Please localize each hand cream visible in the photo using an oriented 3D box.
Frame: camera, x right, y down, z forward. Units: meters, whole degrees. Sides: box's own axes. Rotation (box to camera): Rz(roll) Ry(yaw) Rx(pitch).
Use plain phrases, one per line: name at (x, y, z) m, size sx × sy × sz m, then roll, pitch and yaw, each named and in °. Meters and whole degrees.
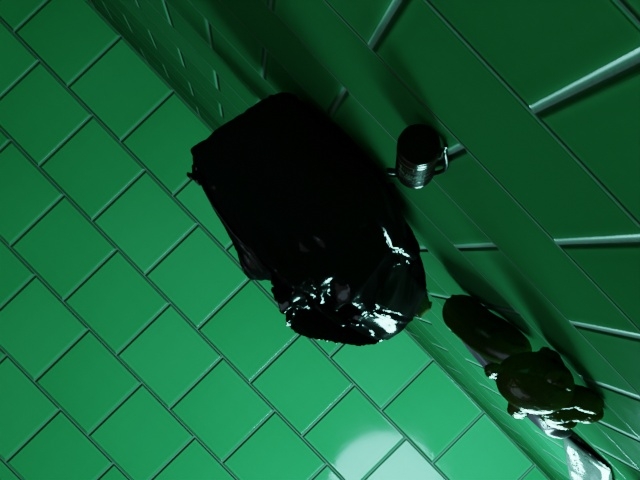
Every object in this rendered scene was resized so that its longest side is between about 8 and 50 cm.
hand cream at (0.539, 0.469, 2.259) m, size 0.121 × 0.076 × 0.336 m, roll 38°, pitch 166°, yaw 32°

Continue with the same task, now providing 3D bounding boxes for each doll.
doll at (0.320, 0.206, 1.571) m, size 0.137 × 0.097 × 0.209 m, roll -4°, pitch 154°, yaw 32°

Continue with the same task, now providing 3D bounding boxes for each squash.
squash at (0.244, 0.134, 1.743) m, size 0.069 × 0.069 × 0.258 m, roll 47°, pitch 176°, yaw -24°

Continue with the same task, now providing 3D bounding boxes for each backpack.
backpack at (0.000, 0.000, 1.694) m, size 0.363 × 0.255 × 0.446 m, roll 51°, pitch -177°, yaw 36°

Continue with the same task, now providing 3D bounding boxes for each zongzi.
zongzi at (0.180, 0.103, 2.334) m, size 0.109 × 0.055 × 0.119 m, roll 48°, pitch -172°, yaw -4°

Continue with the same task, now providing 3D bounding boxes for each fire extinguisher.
fire extinguisher at (0.100, -0.082, 1.161) m, size 0.064 × 0.043 × 0.158 m, roll 3°, pitch 173°, yaw 4°

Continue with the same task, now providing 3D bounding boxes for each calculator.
calculator at (0.350, 0.258, 2.138) m, size 0.294 × 0.043 × 0.194 m, roll 46°, pitch 178°, yaw 29°
